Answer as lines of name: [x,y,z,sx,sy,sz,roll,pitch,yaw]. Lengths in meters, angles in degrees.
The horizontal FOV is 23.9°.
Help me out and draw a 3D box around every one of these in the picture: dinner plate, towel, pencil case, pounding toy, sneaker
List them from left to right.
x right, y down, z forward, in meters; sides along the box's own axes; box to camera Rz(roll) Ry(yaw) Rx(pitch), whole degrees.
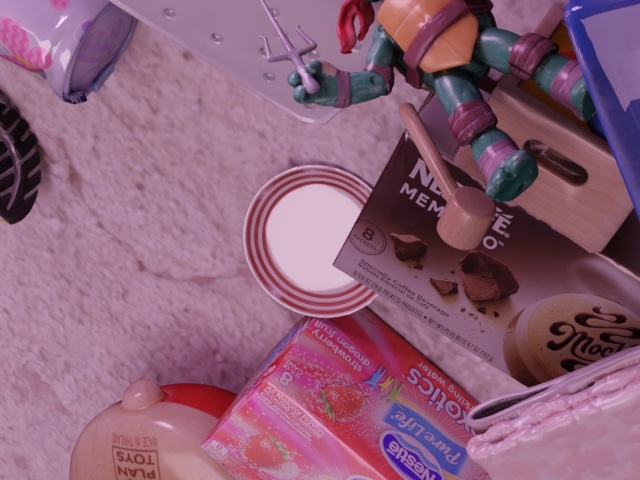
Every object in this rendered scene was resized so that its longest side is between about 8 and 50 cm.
sneaker: [-0.347,-0.107,1.459,0.094,0.081,0.208,-13,110,45]
pencil case: [-0.291,-0.227,1.300,0.273,0.113,0.124,32,172,5]
dinner plate: [0.000,0.000,1.344,0.141,0.017,0.141,5,108,15]
pounding toy: [0.150,-0.079,1.080,0.181,0.206,0.094,32,134,5]
towel: [0.323,0.162,1.149,0.332,0.053,0.317,-26,133,25]

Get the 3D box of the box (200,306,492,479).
box: [0.062,0.211,1.400,0.300,0.154,0.142,41,135,-2]

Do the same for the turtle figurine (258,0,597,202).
turtle figurine: [0.076,-0.141,1.011,0.234,0.118,0.175,44,114,20]

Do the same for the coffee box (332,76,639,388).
coffee box: [0.181,0.015,1.197,0.297,0.119,0.168,33,135,4]

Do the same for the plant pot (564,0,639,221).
plant pot: [0.310,-0.114,0.946,0.212,0.236,0.236,-11,116,31]

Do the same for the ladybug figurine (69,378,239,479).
ladybug figurine: [-0.094,0.313,1.567,0.305,0.162,0.449,2,125,31]

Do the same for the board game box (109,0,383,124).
board game box: [-0.064,-0.276,1.061,0.390,0.050,0.390,32,147,-15]
